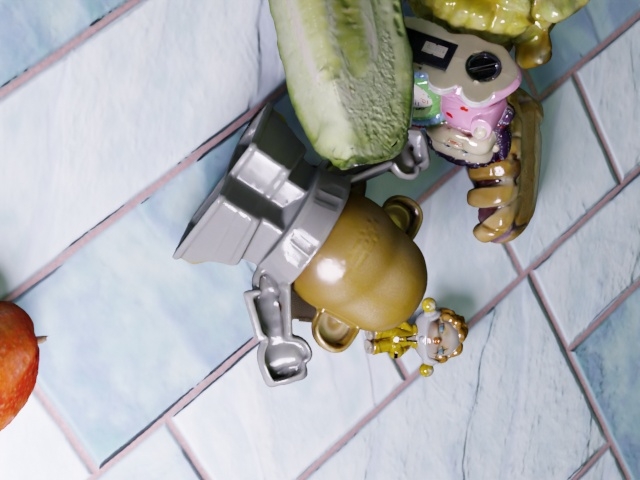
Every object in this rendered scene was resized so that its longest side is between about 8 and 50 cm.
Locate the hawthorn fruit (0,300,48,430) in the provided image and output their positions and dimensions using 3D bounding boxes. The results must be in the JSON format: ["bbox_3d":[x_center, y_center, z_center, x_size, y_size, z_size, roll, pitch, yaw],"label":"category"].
[{"bbox_3d":[-0.383,0.138,1.470,0.173,0.179,0.174,1,99,7],"label":"hawthorn fruit"}]

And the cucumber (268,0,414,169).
[{"bbox_3d":[0.024,-0.221,1.629,0.145,0.105,0.325,-4,69,-27],"label":"cucumber"}]

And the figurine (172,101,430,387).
[{"bbox_3d":[0.000,0.001,1.657,0.285,0.167,0.342,31,100,-9],"label":"figurine"}]

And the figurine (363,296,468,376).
[{"bbox_3d":[0.129,0.133,1.868,0.143,0.068,0.101,-27,108,-14],"label":"figurine"}]

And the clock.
[{"bbox_3d":[0.153,-0.178,1.741,0.100,0.194,0.195,-61,163,-23],"label":"clock"}]

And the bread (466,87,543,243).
[{"bbox_3d":[0.247,-0.109,1.883,0.134,0.081,0.225,-6,100,-61],"label":"bread"}]

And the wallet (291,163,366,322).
[{"bbox_3d":[-0.005,0.005,1.772,0.110,0.031,0.198,8,94,-35],"label":"wallet"}]

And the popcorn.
[{"bbox_3d":[0.233,-0.350,1.735,0.224,0.257,0.270,5,90,-64],"label":"popcorn"}]
